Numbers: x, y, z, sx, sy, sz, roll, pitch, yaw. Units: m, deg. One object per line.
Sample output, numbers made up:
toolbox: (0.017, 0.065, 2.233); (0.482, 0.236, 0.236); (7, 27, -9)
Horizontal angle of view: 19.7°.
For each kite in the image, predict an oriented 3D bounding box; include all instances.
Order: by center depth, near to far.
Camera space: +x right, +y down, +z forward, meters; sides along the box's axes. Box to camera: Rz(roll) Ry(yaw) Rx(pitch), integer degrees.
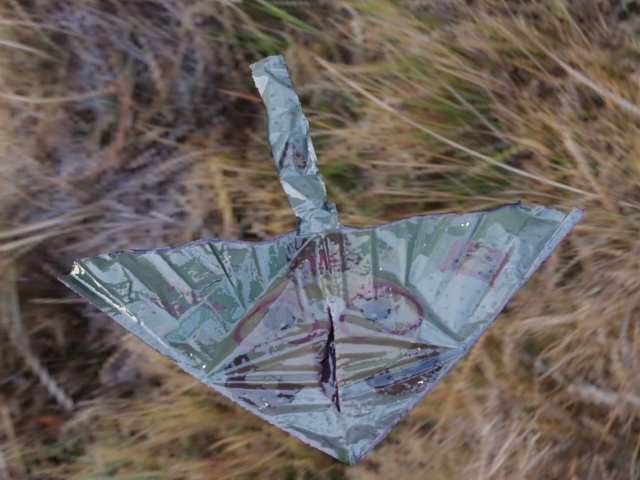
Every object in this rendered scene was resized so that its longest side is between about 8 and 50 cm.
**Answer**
kite: (0.000, -0.001, 0.796); (0.229, 0.012, 0.250); (-8, 47, -3)
